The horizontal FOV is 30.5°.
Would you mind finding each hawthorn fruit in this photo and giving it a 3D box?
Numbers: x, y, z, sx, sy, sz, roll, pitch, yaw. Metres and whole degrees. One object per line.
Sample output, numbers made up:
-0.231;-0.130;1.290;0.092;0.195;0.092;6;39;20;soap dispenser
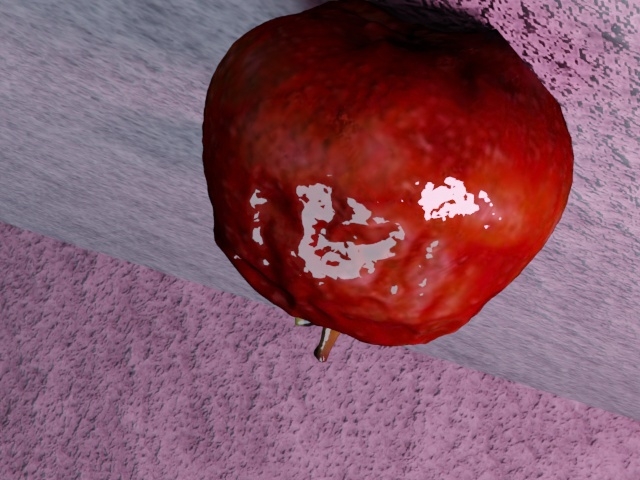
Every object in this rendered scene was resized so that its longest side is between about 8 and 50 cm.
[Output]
0.034;-0.025;0.759;0.230;0.210;0.266;8;133;-5;hawthorn fruit

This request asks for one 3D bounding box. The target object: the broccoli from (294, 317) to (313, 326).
0.000;0.000;1.104;0.154;0.160;0.167;-7;174;30;broccoli
